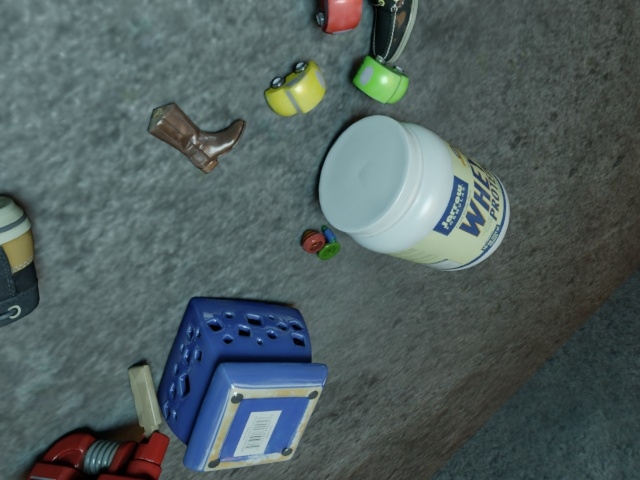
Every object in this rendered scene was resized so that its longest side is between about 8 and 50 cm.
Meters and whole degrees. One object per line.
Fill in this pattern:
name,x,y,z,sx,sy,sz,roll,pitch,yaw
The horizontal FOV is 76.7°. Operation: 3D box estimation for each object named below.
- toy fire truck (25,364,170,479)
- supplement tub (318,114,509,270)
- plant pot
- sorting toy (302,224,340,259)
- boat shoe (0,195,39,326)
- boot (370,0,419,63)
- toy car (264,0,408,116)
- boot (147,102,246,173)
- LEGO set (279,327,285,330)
toy fire truck,-0.360,0.357,0.687,0.216,0.246,0.159,-1,135,14
supplement tub,0.180,-0.078,0.765,0.324,0.235,0.236,15,106,-41
plant pot,-0.136,0.262,0.732,0.235,0.212,0.236,13,107,-33
sorting toy,0.000,0.000,0.819,0.061,0.042,0.102,-44,147,14
boat shoe,-0.542,0.098,0.378,0.500,0.186,0.156,-23,121,-31
boot,0.061,-0.395,0.602,0.178,0.085,0.237,-9,125,-25
toy car,0.054,-0.267,0.625,0.224,0.053,0.239,12,127,-31
boot,-0.178,-0.168,0.589,0.106,0.037,0.114,-52,129,-3
LEGO set,-0.076,0.192,0.887,0.083,0.023,0.054,-46,137,-23
